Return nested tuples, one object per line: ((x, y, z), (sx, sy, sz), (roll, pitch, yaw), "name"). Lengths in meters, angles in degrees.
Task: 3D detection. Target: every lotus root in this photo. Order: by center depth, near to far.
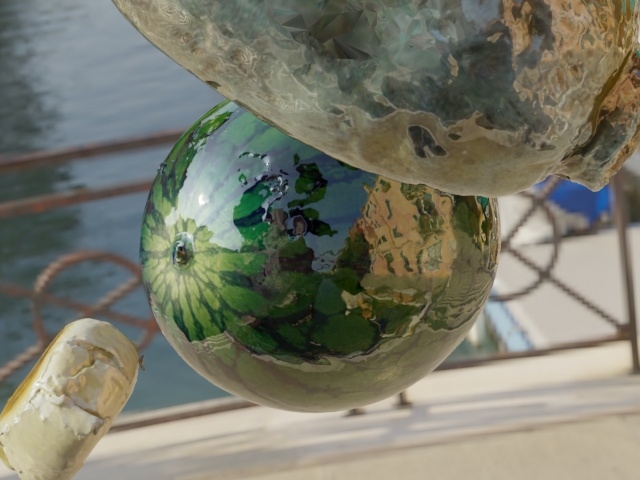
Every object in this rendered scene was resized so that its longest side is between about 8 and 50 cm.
((0.005, -0.136, 0.764), (0.349, 0.175, 0.175), (24, 25, 5), "lotus root")

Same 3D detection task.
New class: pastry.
((-0.231, 0.148, 1.425), (0.088, 0.166, 0.166), (35, 20, -8), "pastry")

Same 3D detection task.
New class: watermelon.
((0.000, 0.000, 1.517), (0.363, 0.363, 0.363), (-7, 19, 3), "watermelon")
